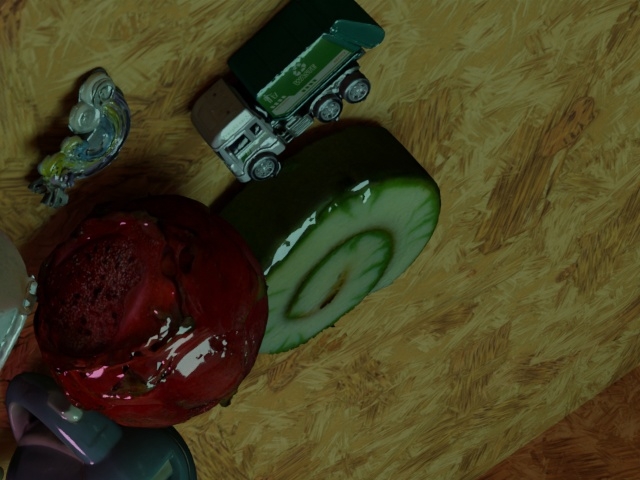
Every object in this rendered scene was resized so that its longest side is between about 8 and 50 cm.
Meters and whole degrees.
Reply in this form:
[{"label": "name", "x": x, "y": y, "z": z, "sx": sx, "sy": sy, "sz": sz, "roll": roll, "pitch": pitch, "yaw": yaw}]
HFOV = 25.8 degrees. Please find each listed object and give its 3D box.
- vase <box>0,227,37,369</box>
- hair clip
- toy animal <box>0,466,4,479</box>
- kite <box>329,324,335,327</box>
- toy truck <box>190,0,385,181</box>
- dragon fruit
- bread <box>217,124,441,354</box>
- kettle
[{"label": "vase", "x": -0.505, "y": 0.147, "z": 1.498, "sx": 0.445, "sy": 0.250, "sz": 0.250, "roll": -46, "pitch": 153, "yaw": 24}, {"label": "hair clip", "x": -0.272, "y": -0.114, "z": 1.598, "sx": 0.172, "sy": 0.049, "sz": 0.116, "roll": -53, "pitch": 165, "yaw": 9}, {"label": "toy animal", "x": -0.534, "y": 0.367, "z": 1.974, "sx": 0.218, "sy": 0.103, "sz": 0.101, "roll": -47, "pitch": 176, "yaw": 6}, {"label": "kite", "x": -0.055, "y": 0.127, "z": 2.168, "sx": 0.159, "sy": 0.190, "sz": 0.010, "roll": -55, "pitch": 134, "yaw": -54}, {"label": "toy truck", "x": -0.039, "y": -0.193, "z": 1.695, "sx": 0.253, "sy": 0.114, "sz": 0.124, "roll": -41, "pitch": 140, "yaw": 4}, {"label": "dragon fruit", "x": -0.207, "y": 0.088, "z": 1.726, "sx": 0.296, "sy": 0.295, "sz": 0.301, "roll": -36, "pitch": 165, "yaw": -6}, {"label": "bread", "x": 0.000, "y": 0.000, "z": 2.016, "sx": 0.382, "sy": 0.129, "sz": 0.366, "roll": -1, "pitch": 134, "yaw": -52}, {"label": "kettle", "x": -0.309, "y": 0.305, "z": 1.894, "sx": 0.247, "sy": 0.319, "sz": 0.342, "roll": -50, "pitch": -173, "yaw": -24}]
